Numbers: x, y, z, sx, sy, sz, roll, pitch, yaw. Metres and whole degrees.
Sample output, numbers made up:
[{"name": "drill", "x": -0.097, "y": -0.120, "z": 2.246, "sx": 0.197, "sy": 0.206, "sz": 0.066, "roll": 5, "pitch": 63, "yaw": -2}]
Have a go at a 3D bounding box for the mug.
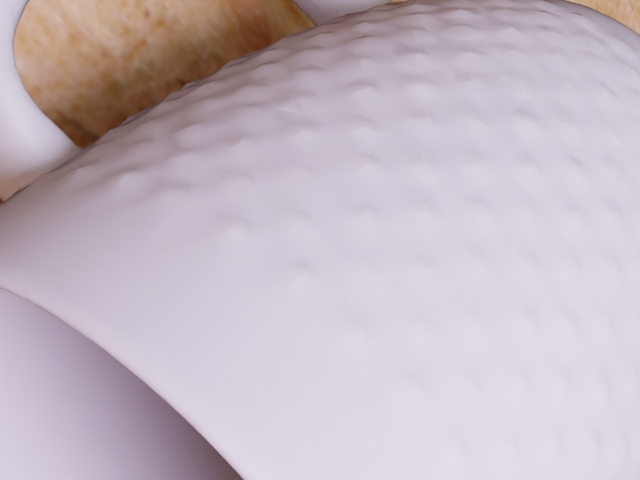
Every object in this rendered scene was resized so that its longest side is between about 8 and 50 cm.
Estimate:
[{"name": "mug", "x": 0.000, "y": 0.000, "z": 0.544, "sx": 0.374, "sy": 0.276, "sz": 0.328, "roll": 51, "pitch": 55, "yaw": 0}]
